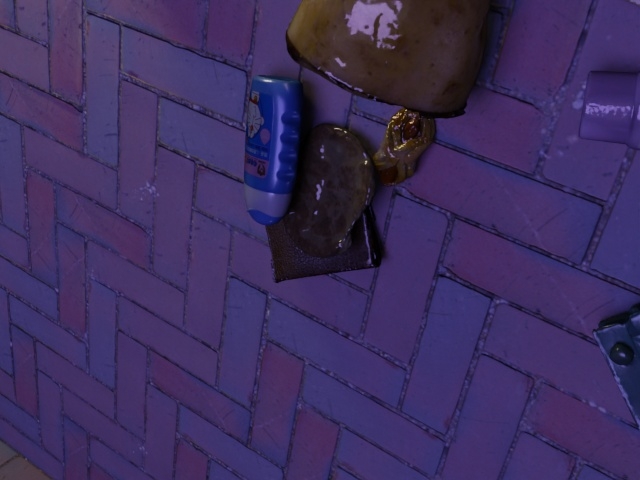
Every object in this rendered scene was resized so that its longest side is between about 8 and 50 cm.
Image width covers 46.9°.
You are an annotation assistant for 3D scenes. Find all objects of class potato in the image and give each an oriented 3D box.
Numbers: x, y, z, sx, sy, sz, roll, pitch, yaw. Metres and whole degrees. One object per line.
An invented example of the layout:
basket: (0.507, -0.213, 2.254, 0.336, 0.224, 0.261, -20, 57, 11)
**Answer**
potato: (0.112, -0.313, 1.018, 0.286, 0.242, 0.242, 32, 126, 10)

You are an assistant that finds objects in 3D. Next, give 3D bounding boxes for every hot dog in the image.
hot dog: (0.131, -0.149, 1.196, 0.078, 0.061, 0.168, 34, 127, 17)

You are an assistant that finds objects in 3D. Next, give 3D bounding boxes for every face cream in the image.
face cream: (0.476, -0.161, 0.934, 0.274, 0.096, 0.154, 10, 114, 18)
face cream: (-0.088, -0.156, 1.308, 0.149, 0.083, 0.263, 33, 121, 57)

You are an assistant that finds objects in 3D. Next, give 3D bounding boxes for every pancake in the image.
pancake: (0.010, -0.086, 1.300, 0.222, 0.042, 0.236, 26, 112, 43)

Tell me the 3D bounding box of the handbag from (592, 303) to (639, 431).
handbag: (0.553, 0.200, 1.026, 0.269, 0.100, 0.274, -25, 95, 41)

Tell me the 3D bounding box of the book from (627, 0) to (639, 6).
book: (0.411, -0.445, 0.861, 0.228, 0.018, 0.322, 29, 126, 11)

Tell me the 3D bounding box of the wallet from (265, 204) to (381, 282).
wallet: (0.000, 0.000, 1.372, 0.243, 0.039, 0.132, -11, 91, 37)
